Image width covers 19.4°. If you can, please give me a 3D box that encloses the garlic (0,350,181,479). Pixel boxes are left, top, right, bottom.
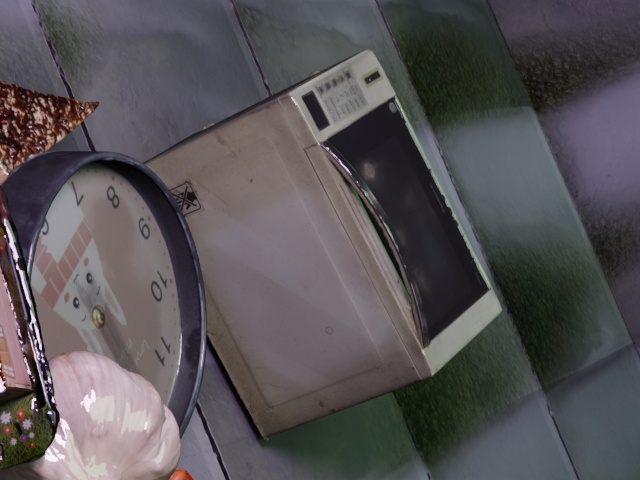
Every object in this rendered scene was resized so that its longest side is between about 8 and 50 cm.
[{"bbox_3d":[-0.232,0.234,1.864,0.218,0.218,0.212,47,-4,-30],"label":"garlic"}]

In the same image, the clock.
[{"bbox_3d":[-0.250,0.085,2.097,0.386,0.076,0.386,17,71,-61],"label":"clock"}]

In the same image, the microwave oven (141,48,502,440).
[{"bbox_3d":[0.000,0.000,2.426,0.394,0.333,0.247,63,32,-6],"label":"microwave oven"}]

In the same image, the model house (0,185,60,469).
[{"bbox_3d":[-0.394,0.087,1.798,0.154,0.207,0.294,24,47,-65],"label":"model house"}]

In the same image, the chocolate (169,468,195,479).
[{"bbox_3d":[-0.154,0.401,2.091,0.237,0.108,0.235,51,30,-22],"label":"chocolate"}]

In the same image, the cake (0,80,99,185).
[{"bbox_3d":[-0.348,-0.099,2.153,0.246,0.112,0.135,8,64,-61],"label":"cake"}]
